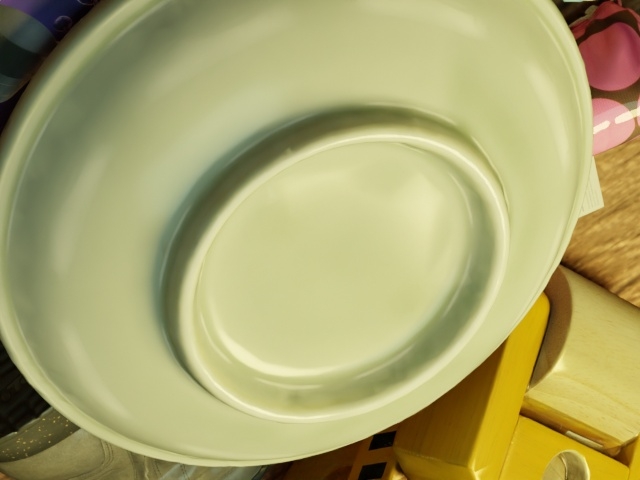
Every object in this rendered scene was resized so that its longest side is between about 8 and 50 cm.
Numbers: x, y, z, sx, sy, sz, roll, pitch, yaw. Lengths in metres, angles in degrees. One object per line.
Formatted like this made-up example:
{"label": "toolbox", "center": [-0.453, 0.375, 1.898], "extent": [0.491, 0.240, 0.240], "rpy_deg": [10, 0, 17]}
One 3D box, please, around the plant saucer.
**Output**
{"label": "plant saucer", "center": [0.000, 0.000, 1.198], "extent": [0.400, 0.100, 0.400], "rpy_deg": [-12, 127, -16]}

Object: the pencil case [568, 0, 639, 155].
{"label": "pencil case", "center": [0.128, -0.086, 1.331], "extent": [0.209, 0.098, 0.095], "rpy_deg": [-23, 179, -1]}

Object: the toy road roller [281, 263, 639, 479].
{"label": "toy road roller", "center": [0.102, 0.175, 1.508], "extent": [0.202, 0.240, 0.329], "rpy_deg": [27, 80, -40]}

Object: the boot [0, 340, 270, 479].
{"label": "boot", "center": [-0.079, 0.096, 1.416], "extent": [0.338, 0.118, 0.223], "rpy_deg": [-25, 141, 11]}

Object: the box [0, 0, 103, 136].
{"label": "box", "center": [-0.236, -0.180, 1.101], "extent": [0.184, 0.103, 0.261], "rpy_deg": [-44, 130, 16]}

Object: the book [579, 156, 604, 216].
{"label": "book", "center": [0.125, -0.038, 1.410], "extent": [0.144, 0.035, 0.096], "rpy_deg": [-21, 131, -3]}
